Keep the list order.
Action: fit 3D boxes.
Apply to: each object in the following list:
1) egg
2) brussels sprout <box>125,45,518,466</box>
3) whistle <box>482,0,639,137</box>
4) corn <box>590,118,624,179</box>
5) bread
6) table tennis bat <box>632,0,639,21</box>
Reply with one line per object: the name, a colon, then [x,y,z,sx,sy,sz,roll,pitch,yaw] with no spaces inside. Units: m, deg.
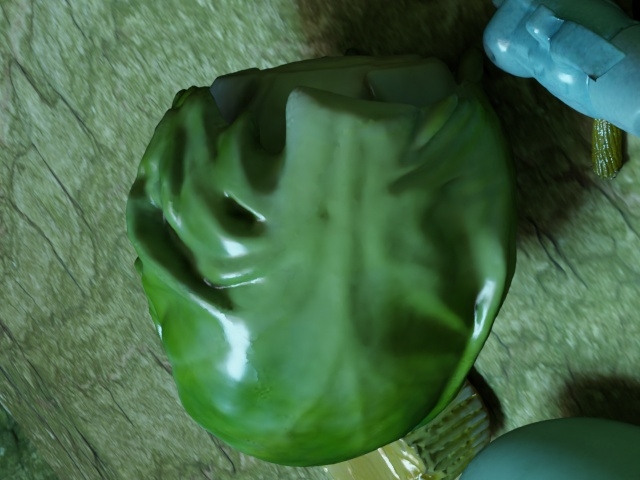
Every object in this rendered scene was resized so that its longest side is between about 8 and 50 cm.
egg: [0.292,0.320,1.746,0.389,0.276,0.276,25,146,39]
brussels sprout: [0.009,0.017,1.606,0.342,0.425,0.361,-4,99,10]
whistle: [0.224,-0.136,1.381,0.186,0.093,0.274,33,-176,-46]
corn: [0.246,-0.083,1.537,0.028,0.027,0.083,16,141,22]
bread: [0.092,0.216,2.079,0.179,0.133,0.250,51,152,2]
table tennis bat: [0.295,-0.179,1.327,0.150,0.027,0.236,35,153,27]
